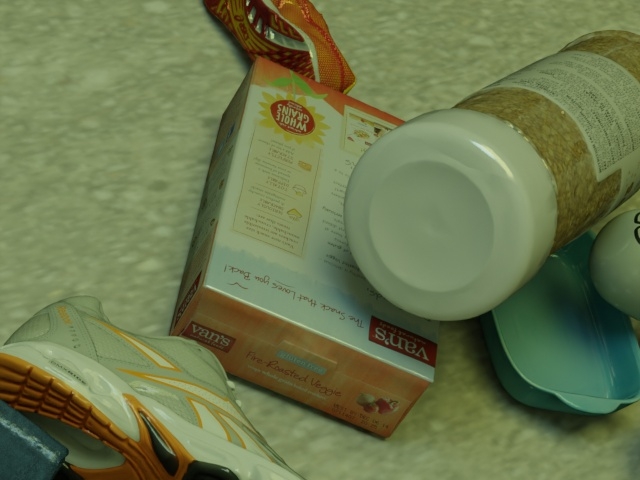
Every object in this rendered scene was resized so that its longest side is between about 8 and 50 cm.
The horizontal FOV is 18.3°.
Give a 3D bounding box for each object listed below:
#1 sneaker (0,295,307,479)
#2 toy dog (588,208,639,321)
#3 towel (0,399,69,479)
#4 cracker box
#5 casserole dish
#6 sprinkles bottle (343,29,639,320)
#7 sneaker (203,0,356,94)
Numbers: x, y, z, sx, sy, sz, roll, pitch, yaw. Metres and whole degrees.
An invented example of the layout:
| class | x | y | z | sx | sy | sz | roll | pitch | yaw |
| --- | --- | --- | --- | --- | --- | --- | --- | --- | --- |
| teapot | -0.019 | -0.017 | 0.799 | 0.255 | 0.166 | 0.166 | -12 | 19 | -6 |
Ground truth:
| class | x | y | z | sx | sy | sz | roll | pitch | yaw |
| --- | --- | --- | --- | --- | --- | --- | --- | --- | --- |
| sneaker | -0.063 | 0.112 | 1.120 | 0.262 | 0.099 | 0.121 | 33 | 36 | -1 |
| toy dog | 0.362 | 0.054 | 1.364 | 0.334 | 0.161 | 0.220 | 9 | 49 | -37 |
| towel | -0.198 | 0.107 | 1.064 | 0.119 | 0.067 | 0.029 | 33 | -4 | 5 |
| cracker box | 0.000 | 0.000 | 1.286 | 0.156 | 0.067 | 0.232 | 24 | 40 | -12 |
| casserole dish | 0.154 | 0.050 | 1.358 | 0.114 | 0.037 | 0.188 | 10 | 46 | -24 |
| sprinkles bottle | 0.141 | -0.053 | 1.300 | 0.121 | 0.121 | 0.355 | 42 | 29 | 10 |
| sneaker | -0.035 | -0.165 | 1.445 | 0.067 | 0.064 | 0.175 | 9 | 48 | -53 |
